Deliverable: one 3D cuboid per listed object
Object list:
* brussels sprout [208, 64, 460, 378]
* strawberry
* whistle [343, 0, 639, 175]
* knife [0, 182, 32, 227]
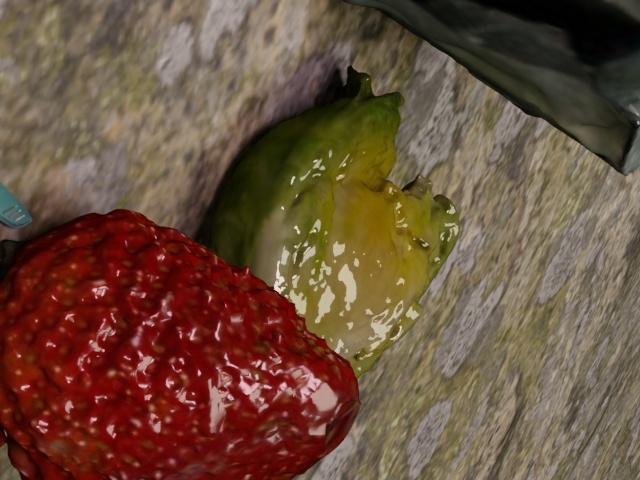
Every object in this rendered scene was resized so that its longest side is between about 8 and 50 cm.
[{"bbox_3d":[-0.003,0.000,0.763,0.181,0.100,0.139,-50,145,-21],"label":"brussels sprout"},{"bbox_3d":[-0.069,0.061,0.620,0.131,0.148,0.131,-44,151,-32],"label":"strawberry"},{"bbox_3d":[0.109,-0.153,0.669,0.188,0.168,0.405,-57,165,8],"label":"whistle"},{"bbox_3d":[-0.131,-0.021,0.580,0.014,0.005,0.091,-57,157,-7],"label":"knife"}]
